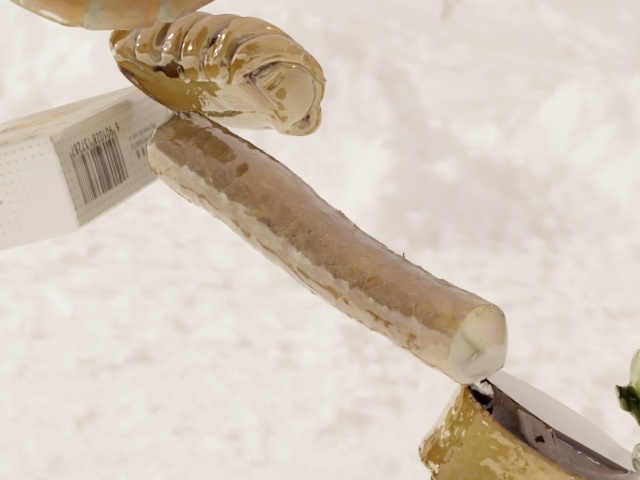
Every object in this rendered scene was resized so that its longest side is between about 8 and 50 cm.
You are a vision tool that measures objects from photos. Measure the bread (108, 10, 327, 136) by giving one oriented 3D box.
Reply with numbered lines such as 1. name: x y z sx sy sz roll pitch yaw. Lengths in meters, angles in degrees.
1. bread: -0.089 -0.160 1.677 0.225 0.081 0.134 9 -25 41

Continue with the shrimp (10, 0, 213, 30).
1. shrimp: -0.118 -0.244 0.997 0.169 0.296 0.058 1 -24 -18

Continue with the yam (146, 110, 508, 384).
1. yam: 0.000 0.000 1.427 0.356 0.081 0.081 33 24 31

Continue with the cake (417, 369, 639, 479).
1. cake: 0.167 0.225 1.601 0.185 0.178 0.207 34 4 15

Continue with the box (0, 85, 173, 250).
1. box: -0.270 -0.067 1.742 0.210 0.095 0.330 -13 12 19

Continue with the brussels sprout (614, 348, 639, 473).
1. brussels sprout: 0.263 0.114 1.123 0.139 0.101 0.181 -10 -24 29
